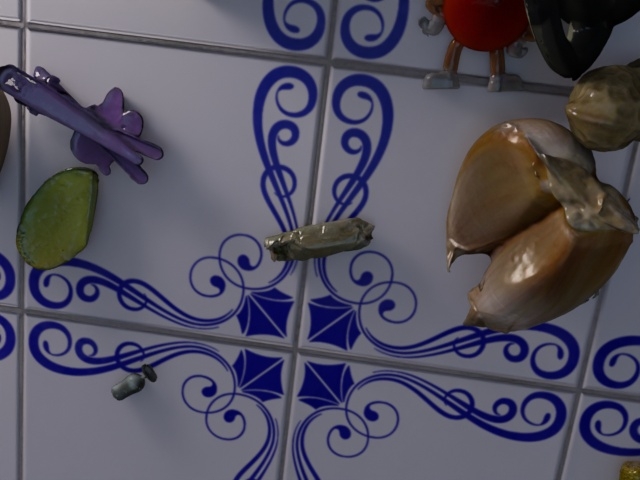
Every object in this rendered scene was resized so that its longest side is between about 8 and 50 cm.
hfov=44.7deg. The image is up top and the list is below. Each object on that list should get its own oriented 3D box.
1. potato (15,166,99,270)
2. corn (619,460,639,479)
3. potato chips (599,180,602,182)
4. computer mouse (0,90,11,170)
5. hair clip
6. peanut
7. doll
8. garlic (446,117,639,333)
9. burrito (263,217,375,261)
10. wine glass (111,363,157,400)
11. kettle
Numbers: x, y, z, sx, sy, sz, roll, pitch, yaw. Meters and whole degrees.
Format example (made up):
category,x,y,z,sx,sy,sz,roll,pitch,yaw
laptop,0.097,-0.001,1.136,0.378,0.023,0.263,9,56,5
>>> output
category,x,y,z,sx,sy,sz,roll,pitch,yaw
potato,-0.436,-0.042,1.322,0.119,0.054,0.198,24,102,-2
corn,0.567,0.481,1.372,0.072,0.072,0.203,-11,103,8
potato chips,0.398,-0.007,1.269,0.091,0.028,0.208,24,106,8
computer mouse,-0.586,-0.174,1.278,0.145,0.082,0.237,24,118,0
hair clip,-0.381,-0.201,1.261,0.278,0.090,0.137,33,93,-12
peanut,0.437,-0.189,1.089,0.136,0.298,0.120,21,118,42
doll,0.239,-0.329,1.167,0.183,0.085,0.217,4,124,5
garlic,0.321,-0.019,1.165,0.286,0.249,0.313,31,142,2
burrito,0.000,0.001,1.298,0.188,0.045,0.058,-11,111,6
wine glass,-0.339,0.256,1.403,0.083,0.042,0.039,-30,72,15
kettle,0.342,-0.378,1.014,0.228,0.324,0.321,8,70,34
